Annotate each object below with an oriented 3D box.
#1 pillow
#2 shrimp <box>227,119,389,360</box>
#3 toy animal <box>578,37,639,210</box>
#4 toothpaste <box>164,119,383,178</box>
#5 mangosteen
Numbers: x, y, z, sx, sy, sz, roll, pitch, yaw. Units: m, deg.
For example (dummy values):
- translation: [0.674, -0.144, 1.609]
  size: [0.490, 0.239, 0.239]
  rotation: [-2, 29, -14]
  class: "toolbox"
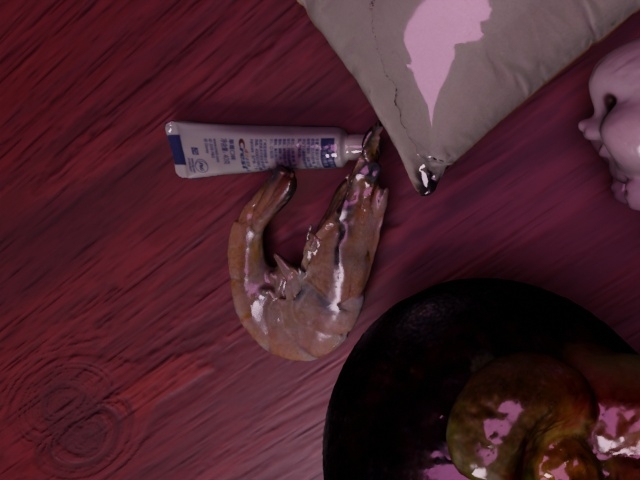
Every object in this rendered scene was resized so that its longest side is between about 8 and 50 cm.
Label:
- translation: [0.113, -0.250, 0.543]
  size: [0.310, 0.119, 0.312]
  rotation: [-37, 80, 7]
  class: "pillow"
- translation: [-0.016, -0.004, 0.644]
  size: [0.145, 0.059, 0.254]
  rotation: [19, 114, 18]
  class: "shrimp"
- translation: [0.306, -0.081, 0.520]
  size: [0.178, 0.127, 0.193]
  rotation: [-28, 89, 15]
  class: "toy animal"
- translation: [-0.048, -0.089, 0.658]
  size: [0.216, 0.037, 0.062]
  rotation: [1, 115, 16]
  class: "toothpaste"
- translation: [0.139, 0.160, 0.515]
  size: [0.288, 0.288, 0.288]
  rotation: [2, 98, 14]
  class: "mangosteen"
